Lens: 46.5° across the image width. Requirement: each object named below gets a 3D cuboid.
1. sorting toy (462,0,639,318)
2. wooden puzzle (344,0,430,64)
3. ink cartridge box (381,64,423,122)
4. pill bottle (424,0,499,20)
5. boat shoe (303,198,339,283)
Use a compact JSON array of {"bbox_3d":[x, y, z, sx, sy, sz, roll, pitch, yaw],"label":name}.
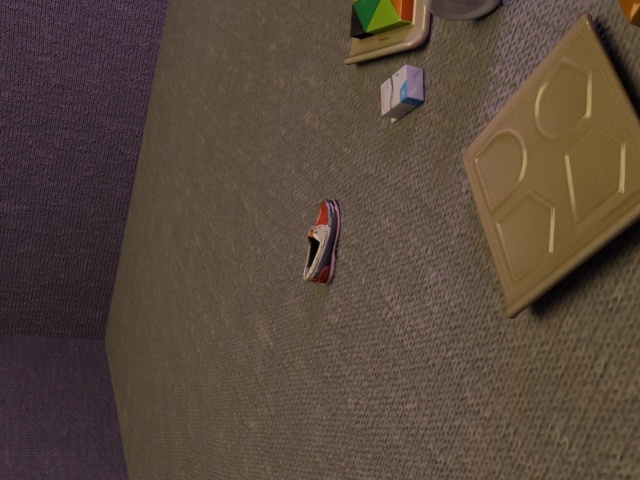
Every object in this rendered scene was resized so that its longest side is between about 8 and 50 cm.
[{"bbox_3d":[0.244,-0.093,0.680,0.307,0.041,0.229,127,147,-47],"label":"sorting toy"},{"bbox_3d":[0.095,-0.381,1.068,0.221,0.044,0.239,-166,84,-66],"label":"wooden puzzle"},{"bbox_3d":[0.106,-0.197,1.012,0.083,0.028,0.048,151,123,-61],"label":"ink cartridge box"},{"bbox_3d":[0.161,-0.344,0.860,0.087,0.087,0.160,155,119,-62],"label":"pill bottle"},{"bbox_3d":[0.000,0.000,1.177,0.049,0.043,0.137,174,103,-67],"label":"boat shoe"}]
